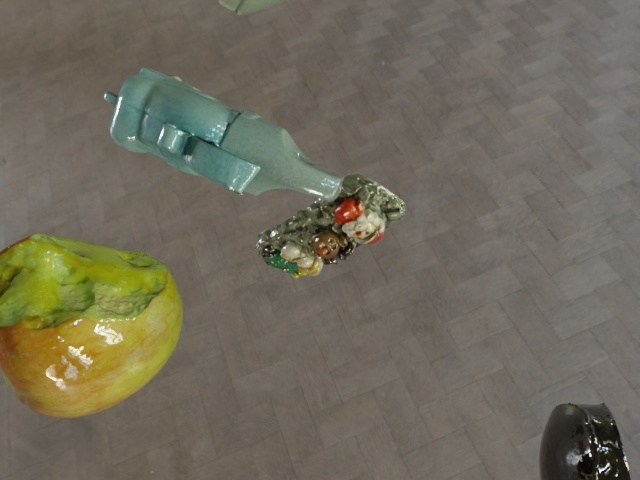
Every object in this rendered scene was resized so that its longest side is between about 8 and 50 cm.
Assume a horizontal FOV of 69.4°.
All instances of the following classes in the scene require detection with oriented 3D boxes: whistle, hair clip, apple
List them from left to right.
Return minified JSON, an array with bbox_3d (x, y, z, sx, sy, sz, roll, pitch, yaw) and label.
[{"bbox_3d":[-0.309,0.098,0.618,0.226,0.246,0.246,-23,55,-38],"label":"apple"},{"bbox_3d":[-0.105,-0.104,0.488,0.273,0.186,0.093,23,100,5],"label":"whistle"},{"bbox_3d":[-0.001,0.002,0.811,0.138,0.321,0.091,30,51,-26],"label":"hair clip"}]

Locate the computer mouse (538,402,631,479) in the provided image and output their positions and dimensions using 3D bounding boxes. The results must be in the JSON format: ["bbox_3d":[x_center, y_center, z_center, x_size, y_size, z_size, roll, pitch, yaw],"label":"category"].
[{"bbox_3d":[0.328,0.307,0.593,0.087,0.295,0.168,-7,58,21],"label":"computer mouse"}]

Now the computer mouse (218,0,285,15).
[{"bbox_3d":[0.004,-0.304,0.408,0.097,0.159,0.289,41,59,-16],"label":"computer mouse"}]
